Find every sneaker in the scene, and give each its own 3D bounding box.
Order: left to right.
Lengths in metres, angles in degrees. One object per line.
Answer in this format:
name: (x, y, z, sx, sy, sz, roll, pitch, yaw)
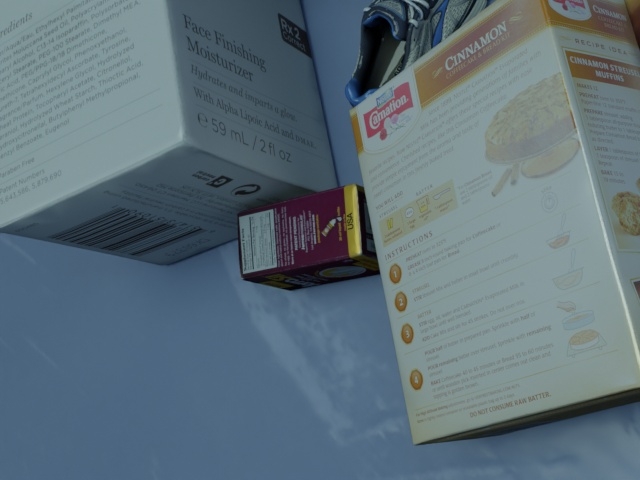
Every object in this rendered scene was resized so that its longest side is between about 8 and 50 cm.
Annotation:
sneaker: (0.054, -0.127, 0.529, 0.052, 0.058, 0.135, 23, 93, 34)

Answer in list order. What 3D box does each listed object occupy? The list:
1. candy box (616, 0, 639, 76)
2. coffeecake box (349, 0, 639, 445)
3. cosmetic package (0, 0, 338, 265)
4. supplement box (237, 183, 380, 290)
candy box: (0.238, -0.105, 0.410, 0.187, 0.053, 0.109, -19, 71, 30)
coffeecake box: (0.095, -0.007, 0.447, 0.142, 0.068, 0.185, -31, 64, 50)
cosmetic package: (-0.103, -0.099, 0.569, 0.151, 0.151, 0.183, -20, 72, 28)
supplement box: (0.000, 0.000, 0.541, 0.083, 0.055, 0.043, -12, 74, 31)
